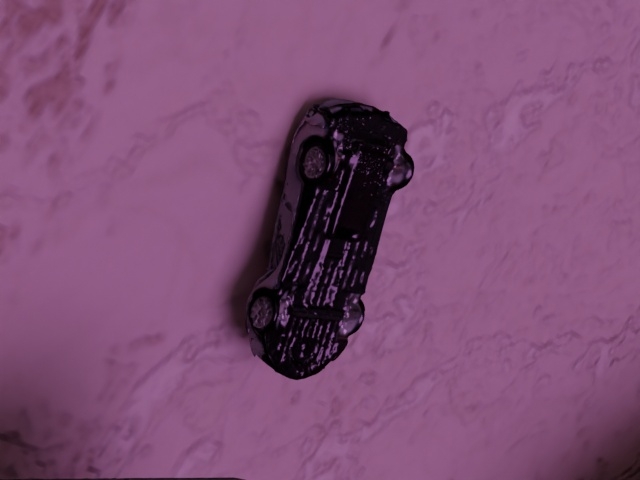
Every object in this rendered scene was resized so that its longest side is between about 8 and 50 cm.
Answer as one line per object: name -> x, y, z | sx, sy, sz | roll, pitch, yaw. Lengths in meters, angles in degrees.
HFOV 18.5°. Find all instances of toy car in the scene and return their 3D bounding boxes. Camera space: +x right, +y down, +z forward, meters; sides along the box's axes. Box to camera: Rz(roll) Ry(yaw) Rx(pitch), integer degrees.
toy car -> 0.000, 0.000, 0.637 | 0.041, 0.025, 0.093 | 10, 103, -43

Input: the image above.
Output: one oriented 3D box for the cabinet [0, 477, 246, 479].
cabinet -> -0.091, 0.181, 0.497 | 0.145, 0.206, 0.150 | -1, 124, 6
